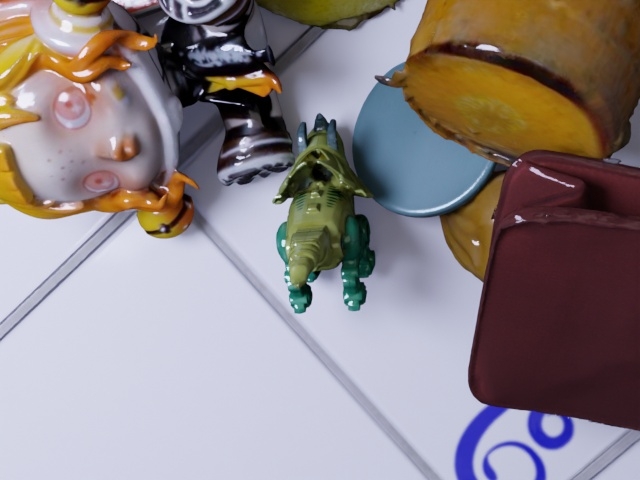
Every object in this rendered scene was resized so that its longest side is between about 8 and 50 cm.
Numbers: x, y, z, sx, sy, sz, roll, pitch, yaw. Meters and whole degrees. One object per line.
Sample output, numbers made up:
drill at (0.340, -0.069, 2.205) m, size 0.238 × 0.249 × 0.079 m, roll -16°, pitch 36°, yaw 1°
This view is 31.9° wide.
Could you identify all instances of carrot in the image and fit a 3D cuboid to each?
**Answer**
carrot at (0.214, -0.243, 0.928) m, size 0.224 × 0.224 × 0.340 m, roll 25°, pitch 76°, yaw 5°

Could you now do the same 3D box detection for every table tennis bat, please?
table tennis bat at (0.112, -0.140, 1.051) m, size 0.153 × 0.040 × 0.244 m, roll 16°, pitch 88°, yaw 31°

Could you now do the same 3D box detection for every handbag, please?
handbag at (0.270, 0.060, 0.931) m, size 0.276 × 0.084 × 0.260 m, roll 8°, pitch 134°, yaw 9°

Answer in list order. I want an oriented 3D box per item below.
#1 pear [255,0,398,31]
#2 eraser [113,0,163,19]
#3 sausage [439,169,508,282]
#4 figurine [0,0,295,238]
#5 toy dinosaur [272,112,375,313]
pear at (0.000, -0.333, 1.000) m, size 0.267 × 0.178 × 0.266 m, roll 0°, pitch 92°, yaw 11°
eraser at (-0.226, -0.325, 1.097) m, size 0.157 × 0.038 × 0.230 m, roll -17°, pitch 93°, yaw 9°
sausage at (0.279, 0.011, 1.022) m, size 0.354 × 0.116 × 0.134 m, roll 7°, pitch 120°, yaw 11°
figurine at (-0.201, -0.136, 1.029) m, size 0.323 × 0.196 × 0.320 m, roll -14°, pitch 133°, yaw -3°
toy dinosaur at (0.000, 0.000, 1.004) m, size 0.094 × 0.259 × 0.153 m, roll -6°, pitch 121°, yaw 10°
